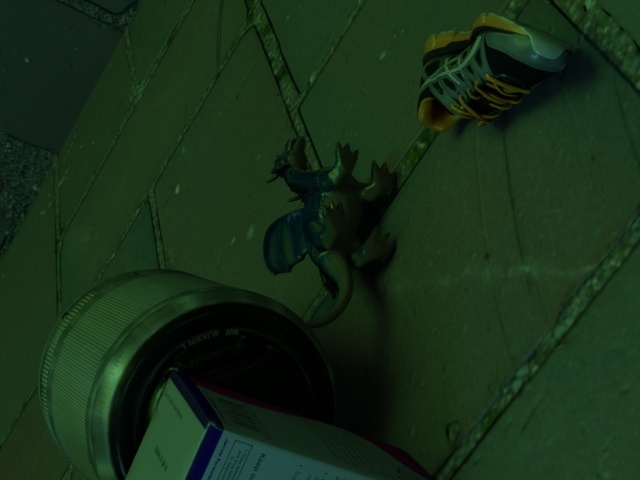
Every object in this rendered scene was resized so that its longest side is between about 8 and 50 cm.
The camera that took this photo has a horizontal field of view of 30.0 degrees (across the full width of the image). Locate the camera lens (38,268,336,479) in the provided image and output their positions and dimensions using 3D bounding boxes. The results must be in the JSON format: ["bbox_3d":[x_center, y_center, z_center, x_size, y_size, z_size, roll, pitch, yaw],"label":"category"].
[{"bbox_3d":[-0.129,0.141,1.088,0.274,0.219,0.219,9,77,64],"label":"camera lens"}]

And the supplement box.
[{"bbox_3d":[-0.025,0.198,0.918,0.114,0.220,0.111,-66,24,5],"label":"supplement box"}]

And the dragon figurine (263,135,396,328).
[{"bbox_3d":[0.000,0.000,1.192,0.144,0.085,0.289,-41,35,44],"label":"dragon figurine"}]

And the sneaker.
[{"bbox_3d":[0.146,-0.140,1.035,0.215,0.084,0.083,178,110,-73],"label":"sneaker"}]
